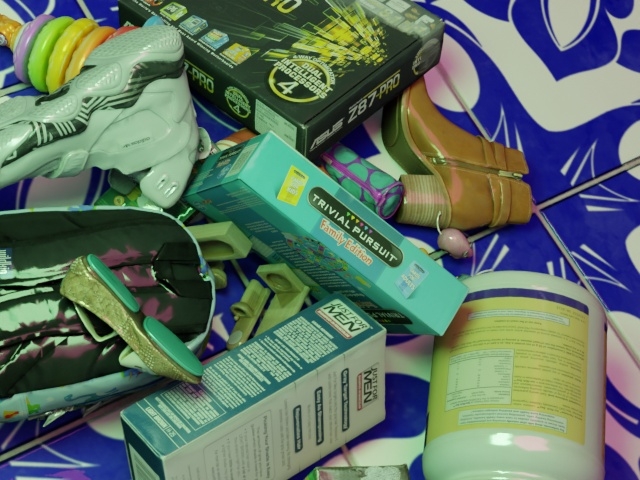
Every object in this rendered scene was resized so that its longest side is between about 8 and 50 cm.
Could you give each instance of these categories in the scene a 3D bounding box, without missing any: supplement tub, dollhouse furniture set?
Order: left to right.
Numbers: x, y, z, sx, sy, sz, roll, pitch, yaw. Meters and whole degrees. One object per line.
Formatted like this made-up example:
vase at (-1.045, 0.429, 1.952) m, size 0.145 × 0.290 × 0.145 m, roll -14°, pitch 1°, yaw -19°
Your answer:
dollhouse furniture set at (-0.131, 0.072, 1.728) m, size 0.151 × 0.144 × 0.123 m, roll 49°, pitch 52°, yaw -33°
supplement tub at (0.263, 0.234, 1.713) m, size 0.241 × 0.241 × 0.331 m, roll 15°, pitch 60°, yaw -10°

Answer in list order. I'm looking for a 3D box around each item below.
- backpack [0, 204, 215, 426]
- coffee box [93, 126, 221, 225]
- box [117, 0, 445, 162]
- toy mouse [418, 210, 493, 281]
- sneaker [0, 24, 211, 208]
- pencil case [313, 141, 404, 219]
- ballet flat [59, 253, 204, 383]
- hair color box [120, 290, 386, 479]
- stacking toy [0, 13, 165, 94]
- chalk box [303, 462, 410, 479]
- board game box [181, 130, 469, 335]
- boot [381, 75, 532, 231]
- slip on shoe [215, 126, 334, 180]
backpack at (-0.310, 0.086, 1.621) m, size 0.355 × 0.273 × 0.290 m, roll -16°, pitch 67°, yaw -3°
coffee box at (-0.216, -0.074, 1.797) m, size 0.113 × 0.040 × 0.184 m, roll 44°, pitch 85°, yaw 7°
box at (-0.061, -0.316, 1.923) m, size 0.395 × 0.097 × 0.318 m, roll 37°, pitch 56°, yaw 25°
toy mouse at (0.203, 0.040, 1.892) m, size 0.143 × 0.031 × 0.161 m, roll 8°, pitch 84°, yaw -21°
sneaker at (-0.297, -0.111, 1.651) m, size 0.366 × 0.137 × 0.210 m, roll -38°, pitch 123°, yaw -26°
pencil case at (0.053, -0.094, 1.897) m, size 0.151 × 0.064 × 0.070 m, roll 35°, pitch 12°, yaw 26°
ballet flat at (-0.228, 0.107, 1.503) m, size 0.067 × 0.073 × 0.206 m, roll -43°, pitch 94°, yaw 9°
hair color box at (-0.078, 0.225, 1.636) m, size 0.347 × 0.174 × 0.105 m, roll -27°, pitch 46°, yaw -28°
stacking toy at (-0.380, -0.270, 1.839) m, size 0.301 × 0.175 × 0.166 m, roll 24°, pitch 60°, yaw 9°
chalk box at (0.048, 0.407, 1.617) m, size 0.132 × 0.132 × 0.213 m, roll 1°, pitch 64°, yaw -18°
board game box at (0.000, 0.000, 1.687) m, size 0.336 × 0.253 × 0.079 m, roll 38°, pitch 74°, yaw -16°
boot at (0.216, -0.150, 1.973) m, size 0.220 × 0.109 × 0.284 m, roll 1°, pitch 66°, yaw -15°
slip on shoe at (-0.008, -0.061, 1.858) m, size 0.331 × 0.123 × 0.101 m, roll 33°, pitch 54°, yaw 7°
